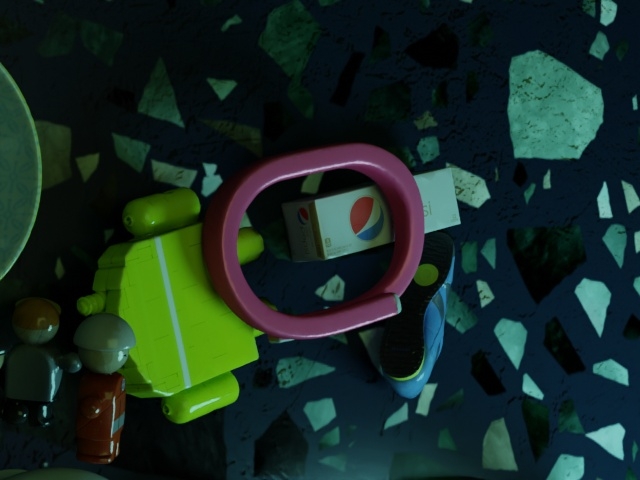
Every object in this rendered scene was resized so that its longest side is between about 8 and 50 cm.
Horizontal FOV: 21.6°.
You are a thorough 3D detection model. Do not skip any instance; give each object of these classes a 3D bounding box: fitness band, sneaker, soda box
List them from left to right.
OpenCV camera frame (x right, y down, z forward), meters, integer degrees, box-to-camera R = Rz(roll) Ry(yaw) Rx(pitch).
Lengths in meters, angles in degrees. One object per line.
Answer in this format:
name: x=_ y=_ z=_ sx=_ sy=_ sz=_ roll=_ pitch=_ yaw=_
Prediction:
fitness band: x=0.000 y=0.000 z=1.867 sx=0.291 sy=0.054 sz=0.209 roll=-14 pitch=97 yaw=-35
soda box: x=0.062 y=-0.032 z=1.989 sx=0.216 sy=0.069 sz=0.074 roll=-15 pitch=96 yaw=-36
sneaker: x=0.121 y=0.092 z=2.040 sx=0.082 sy=0.069 sz=0.209 roll=61 pitch=40 yaw=-58

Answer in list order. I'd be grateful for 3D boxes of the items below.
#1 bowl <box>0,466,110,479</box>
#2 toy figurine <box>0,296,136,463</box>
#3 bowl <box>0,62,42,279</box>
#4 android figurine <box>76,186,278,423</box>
bowl: x=-0.299 y=0.317 z=1.624 sx=0.298 sy=0.134 sz=0.298 roll=-30 pitch=147 yaw=-22
toy figurine: x=-0.302 y=0.128 z=1.618 sx=0.213 sy=0.209 sz=0.148 roll=-3 pitch=102 yaw=-36
bowl: x=-0.425 y=-0.065 z=1.569 sx=0.289 sy=0.156 sz=0.289 roll=2 pitch=87 yaw=-37
android figurine: x=-0.153 y=0.071 z=1.800 sx=0.273 sy=0.056 sz=0.248 roll=-21 pitch=101 yaw=-50
